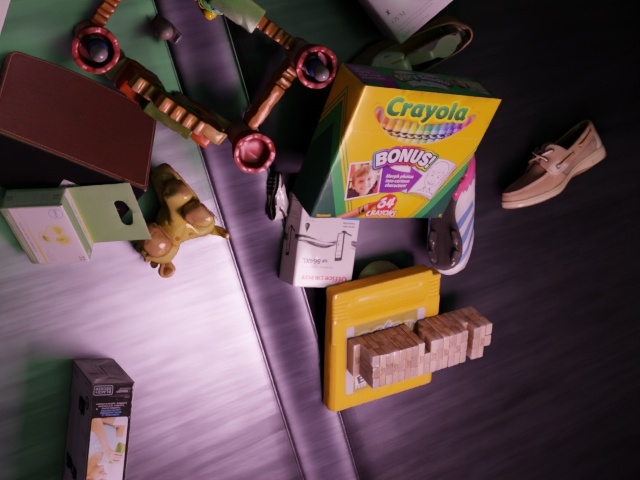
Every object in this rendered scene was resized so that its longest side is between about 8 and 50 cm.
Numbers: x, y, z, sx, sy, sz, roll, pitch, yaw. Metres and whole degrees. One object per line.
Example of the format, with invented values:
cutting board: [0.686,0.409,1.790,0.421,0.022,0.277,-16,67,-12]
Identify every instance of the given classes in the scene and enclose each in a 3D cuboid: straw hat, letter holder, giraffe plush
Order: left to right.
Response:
letter holder: [-0.484,-0.194,1.726,0.302,0.152,0.214,22,50,-28]
giraffe plush: [-0.309,-0.028,1.854,0.170,0.181,0.210,-40,150,-2]
straw hat: [0.156,0.121,2.143,0.144,0.061,0.144,-5,102,-25]

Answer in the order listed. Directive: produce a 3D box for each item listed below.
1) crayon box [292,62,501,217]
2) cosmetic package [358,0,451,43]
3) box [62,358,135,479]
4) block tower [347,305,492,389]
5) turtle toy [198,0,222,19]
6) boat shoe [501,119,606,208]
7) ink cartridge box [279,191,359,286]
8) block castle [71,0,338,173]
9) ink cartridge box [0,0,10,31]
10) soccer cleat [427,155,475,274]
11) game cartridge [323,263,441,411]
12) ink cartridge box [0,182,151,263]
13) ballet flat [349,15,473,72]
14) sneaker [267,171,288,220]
crayon box: [0.159,-0.198,1.918,0.363,0.106,0.313,-1,130,-34]
cosmetic package: [0.174,-0.583,1.940,0.224,0.138,0.224,-41,114,3]
box: [-0.453,0.401,1.849,0.087,0.169,0.290,3,97,-29]
block tower: [0.230,0.245,2.092,0.335,0.097,0.091,-12,120,-23]
turtle toy: [-0.213,-0.511,1.833,0.095,0.066,0.130,-43,115,-12]
boat shoe: [0.561,-0.187,2.251,0.341,0.122,0.110,-33,108,-27]
ink cartridge box: [0.000,0.000,2.029,0.148,0.086,0.203,3,99,-27]
block castle: [-0.222,-0.353,1.740,0.453,0.213,0.303,32,101,-29]
ink cartridge box: [-0.633,-0.340,1.606,0.100,0.172,0.237,17,93,-28]
soccer cleat: [0.310,-0.082,2.163,0.143,0.116,0.331,20,76,-66]
game cartridge: [0.143,0.225,2.117,0.285,0.053,0.323,-13,123,-24]
ink cartridge box: [-0.456,-0.030,1.719,0.235,0.056,0.171,-1,141,7]
ballet flat: [0.200,-0.402,2.022,0.342,0.124,0.116,-28,111,-18]
sneaker: [-0.091,-0.098,1.997,0.044,0.040,0.109,-7,107,-41]
